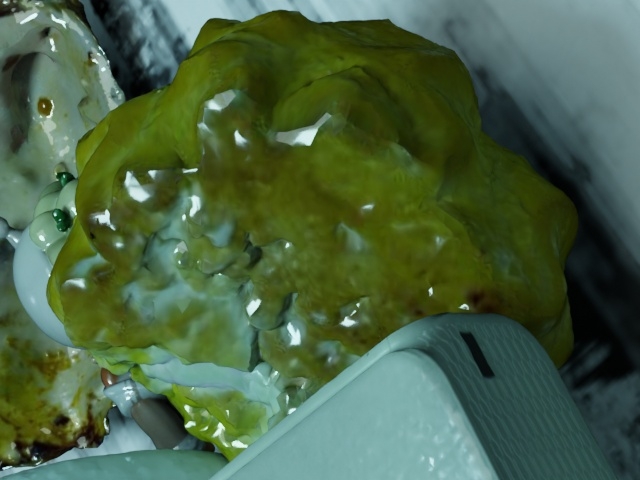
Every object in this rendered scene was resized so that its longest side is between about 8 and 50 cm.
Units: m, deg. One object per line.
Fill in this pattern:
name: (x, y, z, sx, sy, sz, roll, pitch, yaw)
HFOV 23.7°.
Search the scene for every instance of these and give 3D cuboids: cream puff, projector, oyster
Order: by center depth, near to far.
projector: (0.057, 0.186, 0.666, 0.198, 0.108, 0.250, -42, 61, 30)
cream puff: (-0.002, 0.001, 0.807, 0.282, 0.185, 0.282, 5, 120, 9)
oyster: (-0.222, -0.021, 1.059, 0.221, 0.096, 0.361, -22, 79, -5)

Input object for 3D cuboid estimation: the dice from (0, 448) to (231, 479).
dice: (-0.108, 0.288, 0.831, 0.262, 0.268, 0.264, -57, 44, 41)

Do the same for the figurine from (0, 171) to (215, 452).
figurine: (-0.117, 0.046, 0.934, 0.093, 0.147, 0.197, -37, 105, 8)
